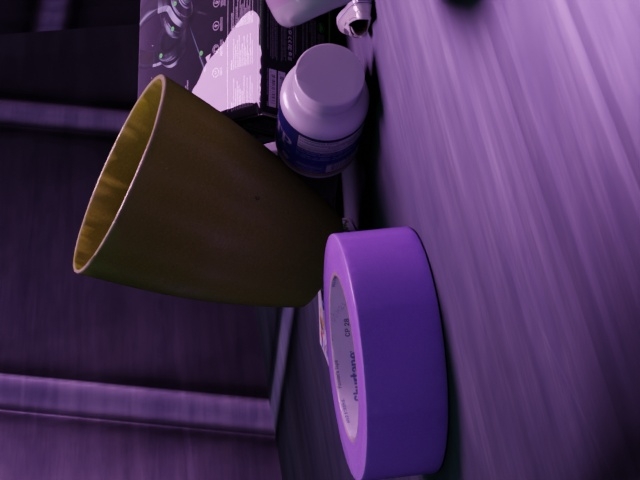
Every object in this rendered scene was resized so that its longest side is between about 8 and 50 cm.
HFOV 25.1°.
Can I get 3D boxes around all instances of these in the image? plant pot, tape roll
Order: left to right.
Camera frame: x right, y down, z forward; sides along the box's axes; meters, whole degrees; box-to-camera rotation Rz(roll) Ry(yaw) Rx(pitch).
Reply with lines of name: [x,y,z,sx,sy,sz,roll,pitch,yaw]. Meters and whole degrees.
plant pot: [-0.129,-0.031,1.868,0.274,0.294,0.274,-56,20,33]
tape roll: [0.068,0.124,1.591,0.275,0.090,0.274,174,90,-82]

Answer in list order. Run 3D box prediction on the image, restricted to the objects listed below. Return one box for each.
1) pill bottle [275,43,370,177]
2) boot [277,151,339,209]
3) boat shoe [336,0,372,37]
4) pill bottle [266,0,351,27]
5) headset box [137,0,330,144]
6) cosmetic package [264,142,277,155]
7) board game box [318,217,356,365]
pill bottle: [0.003,-0.162,1.779,0.186,0.112,0.112,103,160,-68]
boot: [-0.028,-0.051,2.165,0.229,0.091,0.262,-179,81,-81]
boat shoe: [0.042,-0.258,1.715,0.100,0.035,0.035,138,129,-73]
pill bottle: [-0.022,-0.358,1.291,0.169,0.169,0.301,-144,30,-80]
headset box: [-0.131,-0.257,2.009,0.283,0.131,0.246,-10,76,43]
cosmetic package: [-0.059,-0.137,2.324,0.238,0.107,0.127,91,173,-61]
board game box: [0.043,0.111,1.898,0.305,0.053,0.193,-113,20,-67]
